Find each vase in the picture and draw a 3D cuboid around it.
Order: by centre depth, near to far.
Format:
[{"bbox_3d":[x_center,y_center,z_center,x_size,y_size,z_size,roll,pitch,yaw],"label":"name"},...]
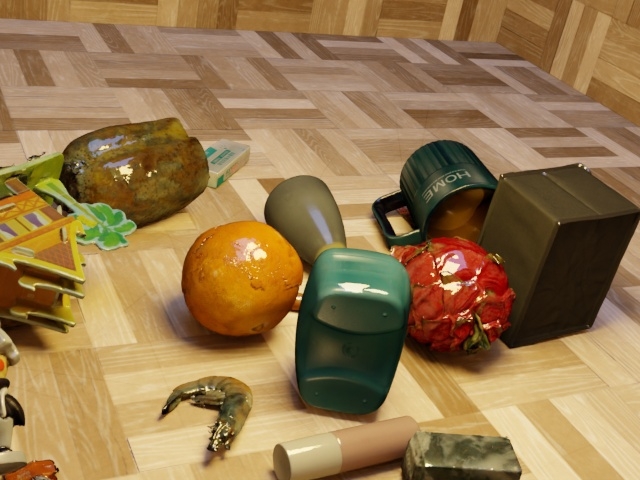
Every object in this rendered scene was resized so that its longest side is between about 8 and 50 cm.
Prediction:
[{"bbox_3d":[0.000,0.000,2.005,0.173,0.173,0.321,-3,36,-25],"label":"vase"}]

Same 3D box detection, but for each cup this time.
[{"bbox_3d":[0.319,-0.078,2.225,0.242,0.308,0.292,34,20,-27],"label":"cup"}]

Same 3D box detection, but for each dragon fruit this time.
[{"bbox_3d":[0.258,0.105,1.818,0.299,0.244,0.244,32,33,17],"label":"dragon fruit"}]

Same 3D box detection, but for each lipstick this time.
[{"bbox_3d":[0.048,0.350,1.473,0.254,0.070,0.070,-5,33,-29],"label":"lipstick"}]

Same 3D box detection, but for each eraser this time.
[{"bbox_3d":[-0.278,-0.213,2.395,0.095,0.052,0.225,17,28,13],"label":"eraser"}]

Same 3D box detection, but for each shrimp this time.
[{"bbox_3d":[-0.196,0.294,1.516,0.150,0.051,0.217,8,21,1],"label":"shrimp"}]

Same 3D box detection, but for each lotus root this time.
[{"bbox_3d":[-0.447,-0.148,2.026,0.346,0.250,0.250,-18,40,-43],"label":"lotus root"}]

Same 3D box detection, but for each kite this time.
[{"bbox_3d":[0.269,-0.050,2.347,0.222,0.008,0.125,19,30,14],"label":"kite"}]

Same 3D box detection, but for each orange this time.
[{"bbox_3d":[-0.157,0.074,1.725,0.240,0.240,0.240,9,28,-5],"label":"orange"}]

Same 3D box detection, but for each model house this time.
[{"bbox_3d":[-0.526,0.035,1.659,0.313,0.242,0.358,38,33,14],"label":"model house"}]

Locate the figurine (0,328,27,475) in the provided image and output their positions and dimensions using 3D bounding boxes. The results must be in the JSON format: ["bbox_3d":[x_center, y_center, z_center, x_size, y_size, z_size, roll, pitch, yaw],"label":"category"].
[{"bbox_3d":[-0.530,0.235,1.302,0.176,0.133,0.236,-5,69,-29],"label":"figurine"}]

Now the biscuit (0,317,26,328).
[{"bbox_3d":[-0.627,0.100,1.710,0.226,0.042,0.226,8,29,-4],"label":"biscuit"}]

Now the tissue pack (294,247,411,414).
[{"bbox_3d":[0.056,0.153,1.606,0.198,0.287,0.206,7,27,-2],"label":"tissue pack"}]

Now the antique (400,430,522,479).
[{"bbox_3d":[0.230,0.382,1.466,0.183,0.088,0.086,5,29,-9],"label":"antique"}]

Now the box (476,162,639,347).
[{"bbox_3d":[0.496,0.034,1.937,0.251,0.345,0.204,-8,37,-29],"label":"box"}]

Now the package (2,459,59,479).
[{"bbox_3d":[-0.425,0.365,1.314,0.077,0.033,0.111,-30,27,-23],"label":"package"}]

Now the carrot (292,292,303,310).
[{"bbox_3d":[-0.020,0.138,1.868,0.248,0.043,0.043,13,28,-1],"label":"carrot"}]
